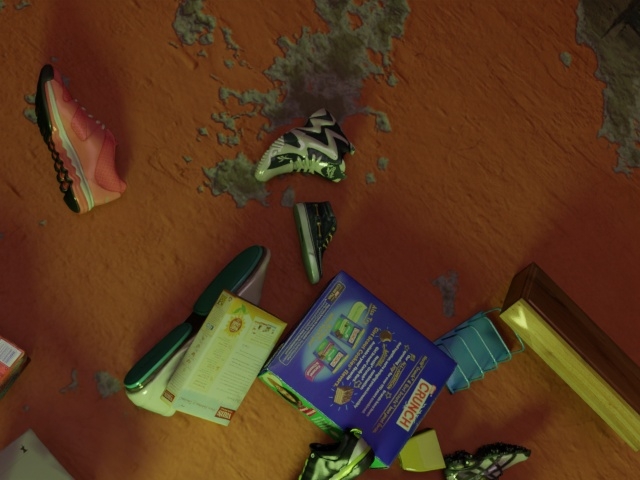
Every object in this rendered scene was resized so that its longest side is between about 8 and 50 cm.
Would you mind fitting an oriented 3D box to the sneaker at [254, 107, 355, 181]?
[{"bbox_3d":[-0.020,-0.171,1.781,0.153,0.094,0.235,45,59,9],"label":"sneaker"}]

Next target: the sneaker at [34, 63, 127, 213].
[{"bbox_3d":[-0.493,-0.213,1.673,0.136,0.116,0.314,-17,87,-29],"label":"sneaker"}]

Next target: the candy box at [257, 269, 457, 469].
[{"bbox_3d":[0.076,0.268,1.675,0.317,0.122,0.268,39,69,-1],"label":"candy box"}]

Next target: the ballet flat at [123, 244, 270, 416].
[{"bbox_3d":[-0.219,0.186,1.628,0.139,0.139,0.400,42,73,-1],"label":"ballet flat"}]

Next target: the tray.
[{"bbox_3d":[0.579,0.246,1.785,0.411,0.076,0.203,44,30,0],"label":"tray"}]

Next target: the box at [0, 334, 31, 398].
[{"bbox_3d":[-0.700,0.188,1.474,0.300,0.142,0.154,35,69,-4],"label":"box"}]

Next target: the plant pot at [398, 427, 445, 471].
[{"bbox_3d":[0.203,0.442,1.687,0.083,0.081,0.082,-15,80,-6],"label":"plant pot"}]

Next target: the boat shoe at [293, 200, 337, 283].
[{"bbox_3d":[0.000,0.000,1.756,0.083,0.065,0.184,-7,76,-15],"label":"boat shoe"}]

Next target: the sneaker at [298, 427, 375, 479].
[{"bbox_3d":[0.001,0.441,1.586,0.234,0.084,0.097,-37,86,15],"label":"sneaker"}]

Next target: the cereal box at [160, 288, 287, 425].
[{"bbox_3d":[-0.184,0.230,1.568,0.173,0.047,0.240,36,84,-50],"label":"cereal box"}]

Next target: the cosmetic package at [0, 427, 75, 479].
[{"bbox_3d":[-0.520,0.525,1.281,0.284,0.097,0.377,51,38,-2],"label":"cosmetic package"}]

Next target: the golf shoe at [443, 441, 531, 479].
[{"bbox_3d":[0.356,0.487,1.724,0.198,0.077,0.094,-9,89,-10],"label":"golf shoe"}]

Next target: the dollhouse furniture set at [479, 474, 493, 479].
[{"bbox_3d":[0.335,0.593,1.606,0.101,0.161,0.182,33,92,-5],"label":"dollhouse furniture set"}]

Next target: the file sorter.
[{"bbox_3d":[0.339,0.237,1.763,0.170,0.104,0.118,-29,85,-21],"label":"file sorter"}]
